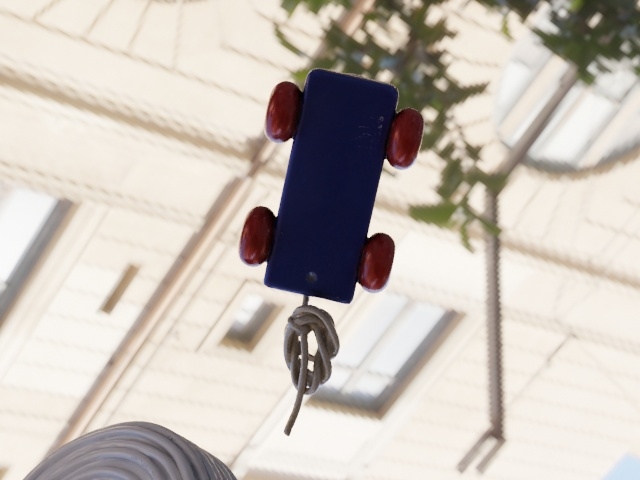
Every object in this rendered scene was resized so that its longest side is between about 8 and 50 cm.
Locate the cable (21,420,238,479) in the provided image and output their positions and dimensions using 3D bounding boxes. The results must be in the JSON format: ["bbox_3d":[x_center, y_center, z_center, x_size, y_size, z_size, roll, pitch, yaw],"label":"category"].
[{"bbox_3d":[-0.169,0.263,1.089,0.089,0.257,0.257,45,-128,-38],"label":"cable"}]

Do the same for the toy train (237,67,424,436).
[{"bbox_3d":[0.000,0.000,1.011,0.105,0.248,0.143,12,-168,1],"label":"toy train"}]
